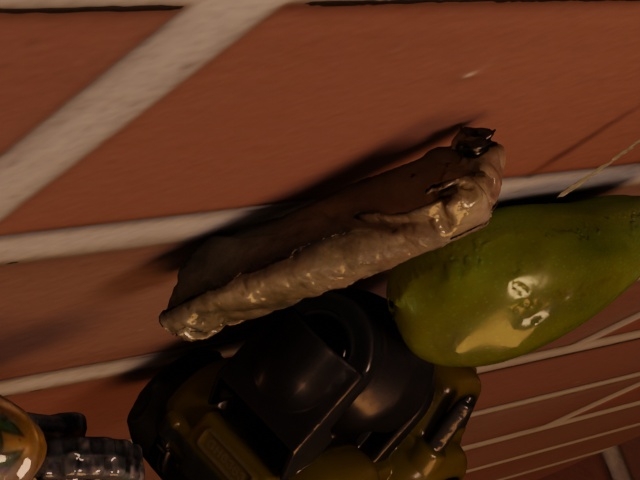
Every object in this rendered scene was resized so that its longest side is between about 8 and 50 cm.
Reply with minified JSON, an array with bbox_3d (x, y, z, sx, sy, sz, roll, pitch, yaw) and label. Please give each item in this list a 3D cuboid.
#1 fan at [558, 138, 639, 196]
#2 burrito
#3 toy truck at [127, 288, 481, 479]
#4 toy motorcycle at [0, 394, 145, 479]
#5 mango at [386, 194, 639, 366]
[{"bbox_3d":[0.197,-0.089,0.823,0.182,0.010,0.310,-8,160,-41],"label":"fan"},{"bbox_3d":[0.001,0.002,0.826,0.171,0.042,0.051,-20,-162,24],"label":"burrito"},{"bbox_3d":[0.016,0.098,1.092,0.165,0.147,0.224,-54,155,18],"label":"toy truck"},{"bbox_3d":[-0.201,0.108,0.891,0.229,0.094,0.130,-10,166,14],"label":"toy motorcycle"},{"bbox_3d":[0.113,0.018,1.007,0.165,0.074,0.091,-16,165,-18],"label":"mango"}]
